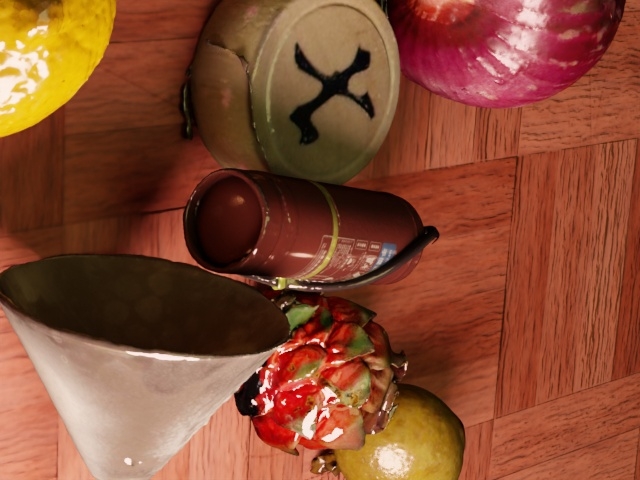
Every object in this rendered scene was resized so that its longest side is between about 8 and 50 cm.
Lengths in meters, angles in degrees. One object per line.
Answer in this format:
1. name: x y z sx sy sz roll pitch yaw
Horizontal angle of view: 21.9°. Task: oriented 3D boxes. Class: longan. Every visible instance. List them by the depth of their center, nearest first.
1. longan: 0.075 0.234 1.826 0.145 0.176 0.154 -79 154 -70

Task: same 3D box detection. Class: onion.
1. onion: 0.205 -0.264 1.735 0.272 0.230 0.256 -52 134 -31

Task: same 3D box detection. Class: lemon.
1. lemon: -0.268 -0.187 1.246 0.228 0.253 0.228 0 90 -52

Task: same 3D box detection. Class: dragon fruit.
1. dragon fruit: -0.005 0.133 1.683 0.188 0.182 0.182 40 68 -3

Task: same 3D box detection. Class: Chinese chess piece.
1. Chinese chess piece: -0.024 -0.153 1.628 0.238 0.092 0.237 -17 115 -41

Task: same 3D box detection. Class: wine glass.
1. wine glass: -0.180 0.237 1.479 0.267 0.267 0.406 -6 111 -45

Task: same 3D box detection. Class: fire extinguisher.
1. fire extinguisher: 0.000 0.000 1.599 0.341 0.141 0.105 8 70 -56
